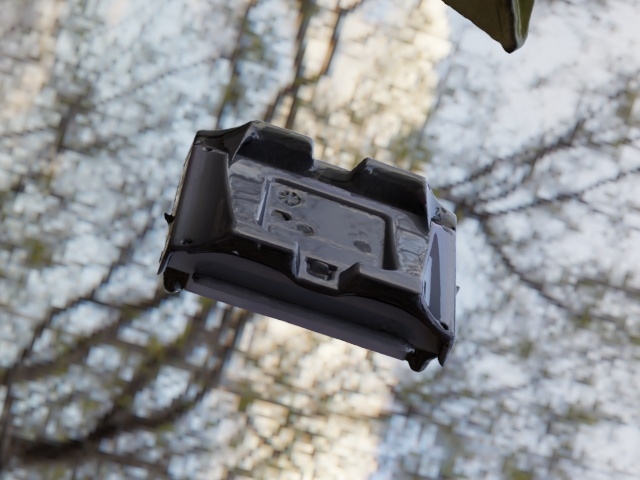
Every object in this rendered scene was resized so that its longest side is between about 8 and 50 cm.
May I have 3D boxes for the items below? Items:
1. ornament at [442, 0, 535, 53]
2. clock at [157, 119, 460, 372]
[{"bbox_3d":[0.111,-0.214,1.240,0.201,0.059,0.180,142,-66,-69],"label":"ornament"},{"bbox_3d":[0.000,0.000,1.450,0.186,0.253,0.083,-84,-165,-56],"label":"clock"}]
